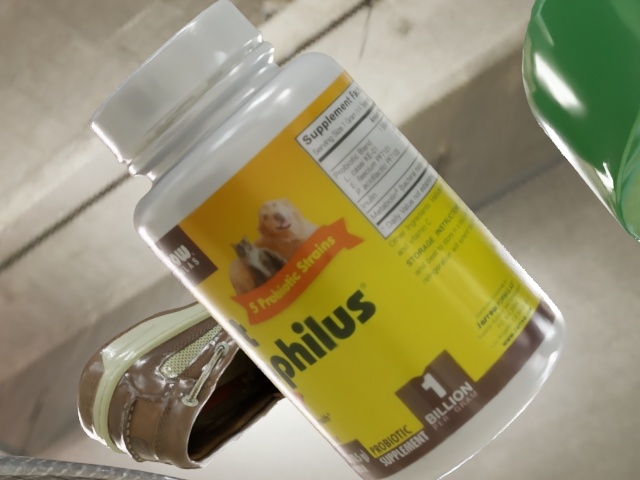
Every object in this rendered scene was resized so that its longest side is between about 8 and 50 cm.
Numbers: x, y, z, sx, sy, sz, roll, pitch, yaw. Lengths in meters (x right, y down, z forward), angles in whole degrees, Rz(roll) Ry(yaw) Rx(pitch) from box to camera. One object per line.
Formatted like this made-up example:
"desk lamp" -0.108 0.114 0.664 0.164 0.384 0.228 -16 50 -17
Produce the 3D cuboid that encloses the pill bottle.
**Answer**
"pill bottle" 0.000 0.000 0.718 0.215 0.117 0.117 47 -45 -5

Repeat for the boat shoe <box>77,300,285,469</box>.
"boat shoe" -0.024 0.061 0.990 0.095 0.257 0.095 21 -45 35

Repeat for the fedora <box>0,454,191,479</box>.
"fedora" -0.154 0.121 0.503 0.275 0.124 0.244 8 -11 9

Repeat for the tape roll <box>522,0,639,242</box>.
"tape roll" 0.241 -0.130 0.718 0.321 0.077 0.321 -26 -28 -15
